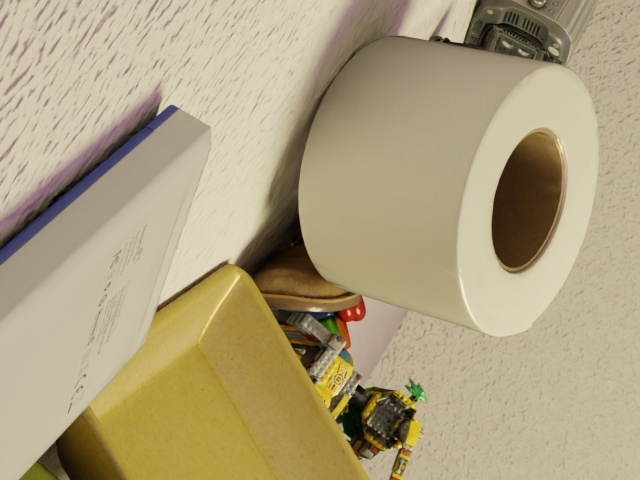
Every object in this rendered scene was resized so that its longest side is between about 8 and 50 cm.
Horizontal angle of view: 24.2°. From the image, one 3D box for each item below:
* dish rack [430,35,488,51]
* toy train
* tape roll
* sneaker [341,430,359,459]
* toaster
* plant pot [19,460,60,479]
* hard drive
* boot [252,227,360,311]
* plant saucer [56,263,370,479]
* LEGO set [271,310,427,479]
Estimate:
[{"bbox_3d":[0.113,-0.092,1.557,0.271,0.074,0.208,-32,121,-58],"label":"dish rack"},{"bbox_3d":[0.015,0.132,1.682,0.105,0.143,0.248,-19,174,7],"label":"toy train"},{"bbox_3d":[0.118,-0.052,1.334,0.246,0.169,0.246,-27,125,-47],"label":"tape roll"},{"bbox_3d":[-0.038,0.226,1.671,0.104,0.147,0.295,-43,164,11],"label":"sneaker"},{"bbox_3d":[0.266,-0.270,1.857,0.146,0.129,0.227,-57,170,-24],"label":"toaster"},{"bbox_3d":[-0.157,0.327,0.972,0.275,0.293,0.275,-57,171,-13],"label":"plant pot"},{"bbox_3d":[-0.178,0.078,0.840,0.319,0.040,0.210,-49,167,-48],"label":"hard drive"},{"bbox_3d":[0.000,0.000,1.475,0.305,0.112,0.115,-38,135,-71],"label":"boot"},{"bbox_3d":[-0.070,0.212,1.193,0.081,0.333,0.333,-29,-177,23],"label":"plant saucer"},{"bbox_3d":[-0.032,0.221,1.427,0.331,0.255,0.192,-45,-166,-16],"label":"LEGO set"}]
